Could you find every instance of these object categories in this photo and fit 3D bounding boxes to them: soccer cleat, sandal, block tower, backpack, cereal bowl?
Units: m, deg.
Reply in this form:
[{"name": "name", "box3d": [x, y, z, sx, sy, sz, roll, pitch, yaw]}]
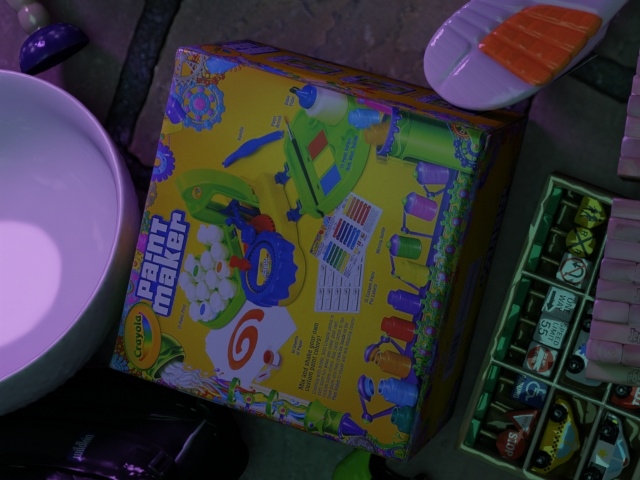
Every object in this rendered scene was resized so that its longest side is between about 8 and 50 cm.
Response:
[{"name": "soccer cleat", "box3d": [0.086, 0.258, 1.754, 0.179, 0.060, 0.072, 45, 106, 10]}, {"name": "sandal", "box3d": [0.210, -0.195, 1.644, 0.265, 0.076, 0.102, -39, 70, -2]}, {"name": "block tower", "box3d": [0.291, -0.044, 1.597, 0.097, 0.091, 0.335, 8, 89, 12]}, {"name": "backpack", "box3d": [-0.211, 0.219, 1.753, 0.253, 0.225, 0.191, 8, 129, 22]}, {"name": "cereal bowl", "box3d": [-0.316, 0.018, 1.764, 0.339, 0.141, 0.339, -6, 63, 12]}]

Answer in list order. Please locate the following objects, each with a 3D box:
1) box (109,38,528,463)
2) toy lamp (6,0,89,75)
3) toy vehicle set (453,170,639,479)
[{"name": "box", "box3d": [0.000, 0.000, 1.680, 0.279, 0.177, 0.290, 17, 103, 14]}, {"name": "toy lamp", "box3d": [-0.314, -0.285, 1.790, 0.080, 0.080, 0.274, -29, 89, 19]}, {"name": "toy vehicle set", "box3d": [0.236, 0.091, 1.694, 0.166, 0.035, 0.267, 21, 103, 14]}]
